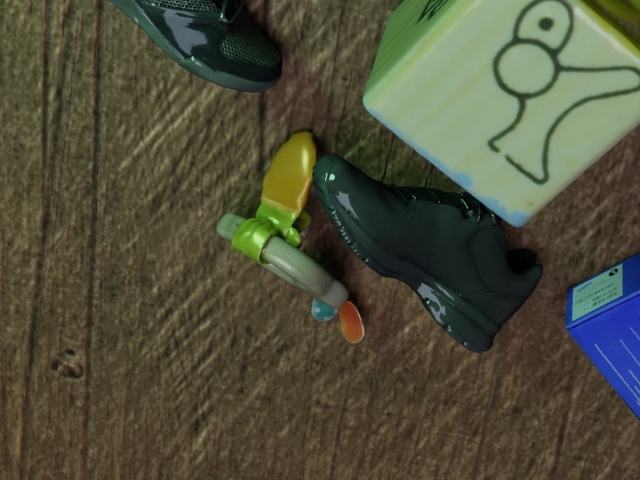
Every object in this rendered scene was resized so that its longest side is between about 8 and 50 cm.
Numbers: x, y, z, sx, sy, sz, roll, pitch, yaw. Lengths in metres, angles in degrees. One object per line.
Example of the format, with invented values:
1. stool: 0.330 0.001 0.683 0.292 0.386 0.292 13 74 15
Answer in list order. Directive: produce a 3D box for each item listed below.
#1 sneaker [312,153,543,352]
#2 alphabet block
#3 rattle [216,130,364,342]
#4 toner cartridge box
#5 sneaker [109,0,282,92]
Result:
1. sneaker: 0.107 -0.010 1.433 0.130 0.109 0.286 -45 124 11
2. alphabet block: 0.177 -0.167 1.256 0.192 0.193 0.197 37 123 -15
3. rattle: 0.000 0.000 1.507 0.199 0.143 0.130 33 158 -29
4. toner cartridge box: 0.418 0.155 1.498 0.165 0.075 0.348 -29 114 28
5. sneaker: -0.109 -0.237 1.332 0.227 0.087 0.130 41 129 -10
